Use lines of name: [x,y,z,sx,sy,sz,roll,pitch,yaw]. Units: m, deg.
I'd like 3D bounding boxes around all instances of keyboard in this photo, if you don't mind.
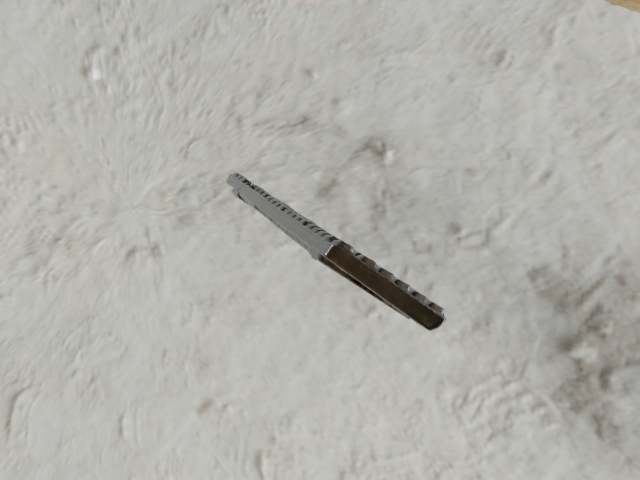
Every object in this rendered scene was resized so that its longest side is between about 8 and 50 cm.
keyboard: [0.000,0.000,0.613,0.061,0.204,0.013,34,91,-19]

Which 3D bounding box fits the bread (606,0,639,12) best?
bread: [0.134,-0.231,0.648,0.176,0.246,0.196,-18,128,-24]
